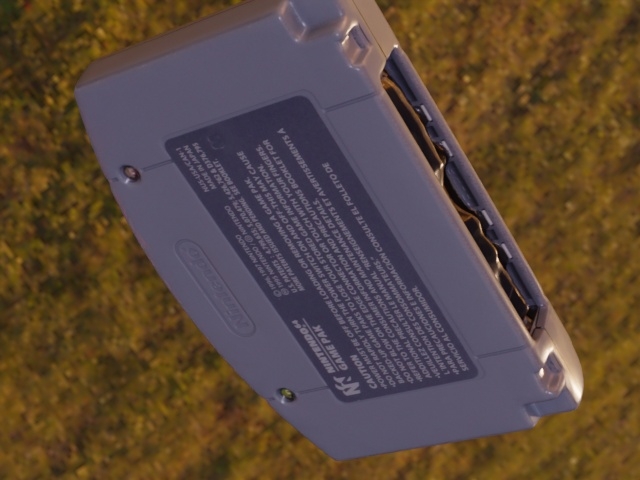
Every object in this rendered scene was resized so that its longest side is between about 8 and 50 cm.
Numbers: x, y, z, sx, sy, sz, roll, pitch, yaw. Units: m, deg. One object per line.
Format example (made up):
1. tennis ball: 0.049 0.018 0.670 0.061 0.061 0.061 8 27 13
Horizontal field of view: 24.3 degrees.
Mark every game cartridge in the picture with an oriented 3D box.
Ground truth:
1. game cartridge: 0.000 0.000 0.834 0.196 0.060 0.294 -17 120 29
